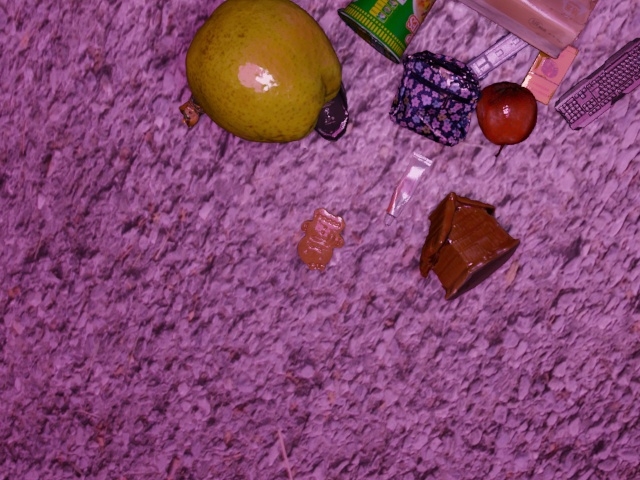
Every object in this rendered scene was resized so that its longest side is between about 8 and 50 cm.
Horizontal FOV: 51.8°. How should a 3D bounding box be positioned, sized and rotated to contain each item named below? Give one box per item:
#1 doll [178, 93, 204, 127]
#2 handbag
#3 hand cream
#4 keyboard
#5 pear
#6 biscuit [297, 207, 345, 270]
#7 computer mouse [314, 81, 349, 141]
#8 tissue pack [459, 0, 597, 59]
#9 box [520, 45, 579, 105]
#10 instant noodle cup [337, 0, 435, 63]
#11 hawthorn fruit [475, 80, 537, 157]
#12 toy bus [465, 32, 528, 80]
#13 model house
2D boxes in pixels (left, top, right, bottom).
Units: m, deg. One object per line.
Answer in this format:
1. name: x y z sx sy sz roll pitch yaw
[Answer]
1. doll: -0.349 -0.375 1.875 0.113 0.077 0.078 -48 65 46
2. handbag: 0.296 -0.370 1.693 0.229 0.127 0.207 30 126 15
3. hand cream: 0.233 -0.140 1.836 0.052 0.038 0.216 24 103 -22
4. keyboard: 0.732 -0.395 1.683 0.262 0.016 0.106 -39 95 17
5. pear: -0.134 -0.412 1.651 0.391 0.391 0.390 3 105 10
6. biscuit: -0.003 -0.005 1.915 0.133 0.027 0.184 37 108 -2
7. computer mouse: 0.025 -0.363 1.798 0.106 0.062 0.192 -12 91 16
8. tissue pack: 0.508 -0.615 1.534 0.306 0.238 0.238 32 108 0
9. box: 0.585 -0.437 1.697 0.087 0.023 0.155 29 108 5
10. instant noodle cup: 0.189 -0.599 1.646 0.207 0.207 0.232 38 101 -1
11. hawthorn fruit: 0.472 -0.306 1.687 0.157 0.157 0.193 6 113 9
12. toy bus: 0.443 -0.468 1.687 0.190 0.075 0.064 -35 97 16
13. model house: 0.376 0.007 1.788 0.220 0.199 0.229 -24 71 -22
